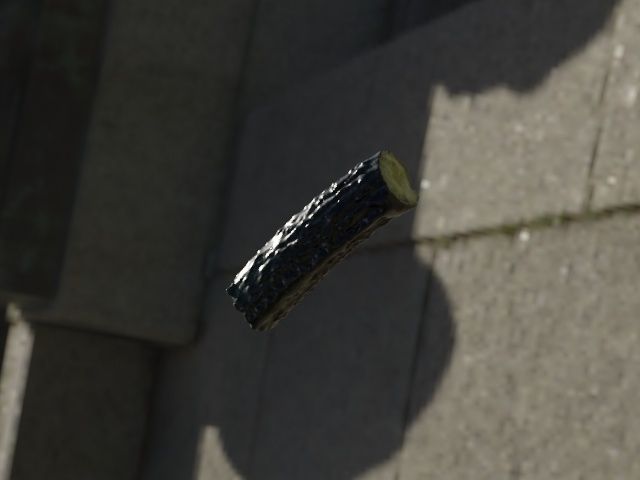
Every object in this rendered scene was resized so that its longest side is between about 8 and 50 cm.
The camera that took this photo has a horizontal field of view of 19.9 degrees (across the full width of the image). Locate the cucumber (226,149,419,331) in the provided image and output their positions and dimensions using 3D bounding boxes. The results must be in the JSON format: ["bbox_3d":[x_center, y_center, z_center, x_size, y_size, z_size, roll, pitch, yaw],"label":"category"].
[{"bbox_3d":[0.000,0.000,1.395,0.187,0.058,0.058,-42,36,35],"label":"cucumber"}]
